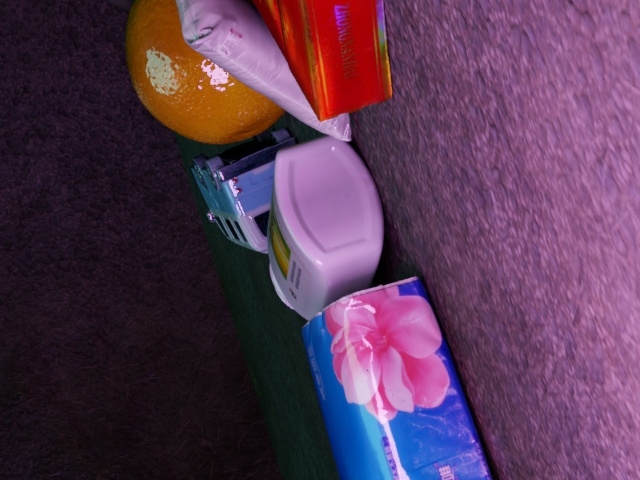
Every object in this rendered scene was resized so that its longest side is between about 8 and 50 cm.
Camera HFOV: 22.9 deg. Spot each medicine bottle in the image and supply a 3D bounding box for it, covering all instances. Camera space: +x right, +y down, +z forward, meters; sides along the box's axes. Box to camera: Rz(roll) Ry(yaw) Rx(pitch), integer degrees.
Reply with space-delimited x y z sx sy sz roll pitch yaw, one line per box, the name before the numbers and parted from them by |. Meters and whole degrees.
medicine bottle | 0.000 0.000 1.958 0.324 0.124 0.179 99 151 -74

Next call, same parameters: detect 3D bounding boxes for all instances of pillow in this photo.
pillow | -0.064 -0.214 1.771 0.254 0.078 0.144 30 -156 -40

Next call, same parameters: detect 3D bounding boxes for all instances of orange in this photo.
orange | -0.130 -0.233 1.945 0.236 0.236 0.236 161 90 -81

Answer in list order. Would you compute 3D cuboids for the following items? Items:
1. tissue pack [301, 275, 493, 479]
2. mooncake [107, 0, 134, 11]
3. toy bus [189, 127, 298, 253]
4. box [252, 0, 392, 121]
tissue pack | 0.077 0.196 1.782 0.209 0.137 0.269 138 115 -72
mooncake | -0.212 -0.412 2.107 0.245 0.133 0.244 -25 61 57
toy bus | -0.097 -0.069 2.351 0.164 0.133 0.271 68 169 -9
box | -0.029 -0.297 1.619 0.197 0.089 0.313 83 164 -48
